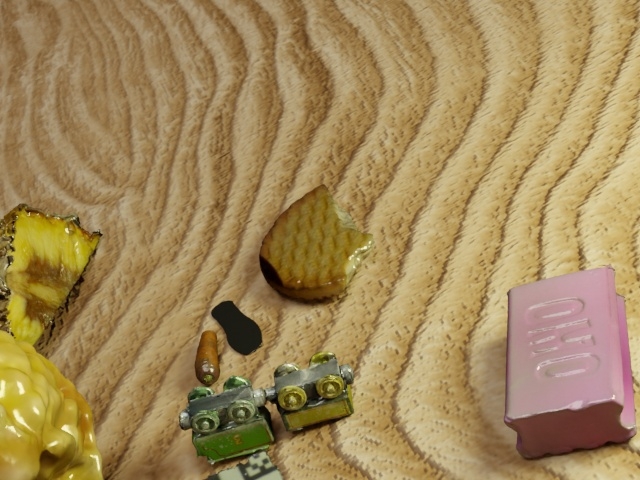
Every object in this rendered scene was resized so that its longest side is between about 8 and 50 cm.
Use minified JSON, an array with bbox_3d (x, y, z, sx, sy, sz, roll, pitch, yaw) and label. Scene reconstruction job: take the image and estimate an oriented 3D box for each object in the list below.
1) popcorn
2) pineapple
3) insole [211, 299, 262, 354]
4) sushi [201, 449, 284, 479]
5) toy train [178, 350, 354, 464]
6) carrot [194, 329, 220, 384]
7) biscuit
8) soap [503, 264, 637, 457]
[{"bbox_3d":[-0.386,0.248,1.387,0.349,0.381,0.349,-53,25,38],"label":"popcorn"},{"bbox_3d":[-0.455,0.053,1.859,0.161,0.158,0.334,-12,37,25],"label":"pineapple"},{"bbox_3d":[-0.107,0.110,1.666,0.045,0.002,0.135,-33,33,-10],"label":"insole"},{"bbox_3d":[-0.147,0.401,1.219,0.373,0.100,0.296,-26,44,-13],"label":"sushi"},{"bbox_3d":[-0.056,0.186,1.457,0.202,0.081,0.060,-16,34,5],"label":"toy train"},{"bbox_3d":[-0.140,0.144,1.619,0.032,0.032,0.093,-22,30,9],"label":"carrot"},{"bbox_3d":[0.000,0.001,1.713,0.176,0.031,0.228,-9,36,27],"label":"biscuit"},{"bbox_3d":[0.251,0.121,1.327,0.122,0.065,0.203,-15,34,19],"label":"soap"}]
